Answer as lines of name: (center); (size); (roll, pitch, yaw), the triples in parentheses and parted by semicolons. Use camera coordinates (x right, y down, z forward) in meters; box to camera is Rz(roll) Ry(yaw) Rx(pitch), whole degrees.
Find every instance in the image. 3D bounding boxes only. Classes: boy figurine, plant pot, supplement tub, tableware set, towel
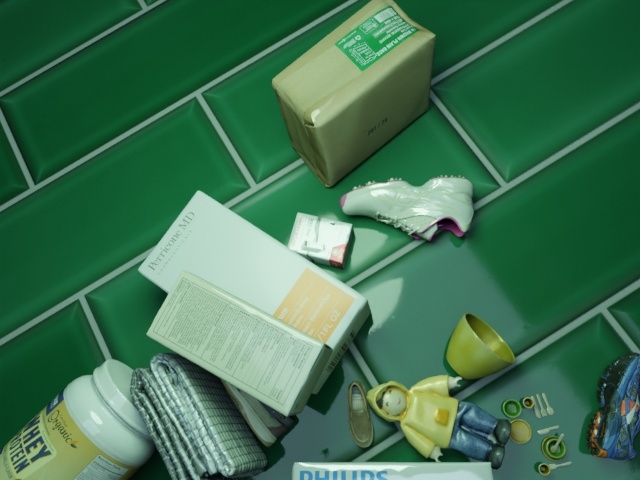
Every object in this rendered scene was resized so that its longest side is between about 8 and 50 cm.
boy figurine: (0.235, 0.352, 1.139); (0.285, 0.092, 0.177); (22, 79, 10)
plant pot: (0.317, 0.230, 1.156); (0.134, 0.134, 0.095); (47, 110, 18)
supplement tub: (-0.485, 0.423, 1.142); (0.316, 0.228, 0.228); (-45, 72, -7)
tableware set: (0.436, 0.392, 1.132); (0.104, 0.024, 0.154); (-16, 72, 3)
towel: (-0.244, 0.369, 1.124); (0.121, 0.235, 0.283); (-35, 70, 0)

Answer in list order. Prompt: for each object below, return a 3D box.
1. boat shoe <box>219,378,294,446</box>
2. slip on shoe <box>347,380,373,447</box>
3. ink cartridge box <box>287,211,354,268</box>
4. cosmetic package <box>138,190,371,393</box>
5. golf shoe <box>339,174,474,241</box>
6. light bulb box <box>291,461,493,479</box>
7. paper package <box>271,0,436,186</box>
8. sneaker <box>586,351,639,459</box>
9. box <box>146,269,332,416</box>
boat shoe: (-0.157, 0.296, 1.183); (0.092, 0.103, 0.285); (-33, 91, -15)
slip on shoe: (0.082, 0.366, 1.179); (0.051, 0.041, 0.135); (-5, 72, 6)
ink cartridge box: (0.000, 0.000, 1.297); (0.135, 0.056, 0.099); (12, 76, 11)
cosmetic package: (-0.139, 0.112, 1.227); (0.453, 0.161, 0.230); (31, 80, 16)
golf shoe: (0.197, -0.066, 1.265); (0.306, 0.115, 0.140); (-4, 76, 8)
light bulb box: (0.135, 0.589, 0.984); (0.358, 0.225, 0.361); (-3, 64, 7)
paper package: (0.079, -0.324, 1.255); (0.325, 0.309, 0.168); (-39, 72, -6)
sneaker: (0.601, 0.330, 1.110); (0.087, 0.083, 0.221); (22, 82, 0)
box: (-0.148, 0.192, 1.056); (0.311, 0.121, 0.148); (27, 81, 15)
